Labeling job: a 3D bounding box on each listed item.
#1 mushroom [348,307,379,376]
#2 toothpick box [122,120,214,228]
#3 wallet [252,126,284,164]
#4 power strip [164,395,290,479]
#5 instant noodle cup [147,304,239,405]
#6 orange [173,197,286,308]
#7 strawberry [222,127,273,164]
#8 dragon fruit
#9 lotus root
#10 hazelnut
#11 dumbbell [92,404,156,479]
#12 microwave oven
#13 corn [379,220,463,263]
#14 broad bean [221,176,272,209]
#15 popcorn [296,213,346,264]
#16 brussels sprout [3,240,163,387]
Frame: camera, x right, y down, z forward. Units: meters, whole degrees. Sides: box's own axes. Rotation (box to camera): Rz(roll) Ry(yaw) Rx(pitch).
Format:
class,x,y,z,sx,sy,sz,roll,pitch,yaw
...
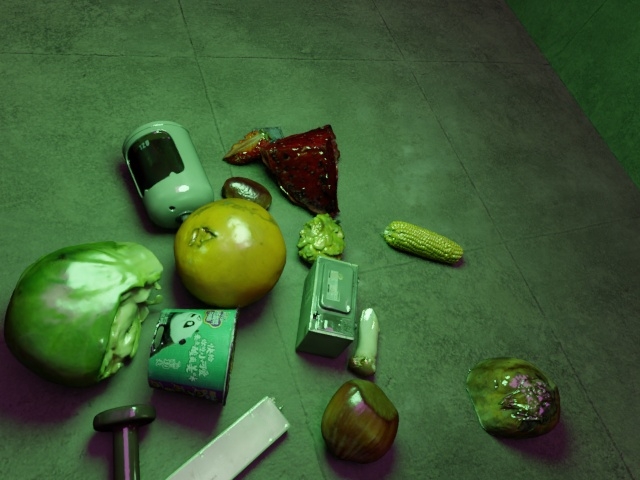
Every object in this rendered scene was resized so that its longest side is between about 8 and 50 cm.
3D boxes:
class,x,y,z,sx,sy,sz,roll,pitch,yaw
mushroom,0.138,0.307,1.452,0.084,0.071,0.209,1,51,17
toothpick box,-0.440,-0.172,1.440,0.228,0.229,0.317,-18,70,-28
wallet,-0.176,-0.343,1.738,0.111,0.030,0.166,-10,64,-22
power strip,-0.226,0.531,1.192,0.367,0.043,0.106,-33,77,-32
instant noodle cup,-0.314,0.277,1.201,0.189,0.251,0.252,8,58,-6
orange,-0.246,0.036,1.323,0.311,0.312,0.313,9,58,-15
strawberry,-0.246,-0.311,1.646,0.186,0.147,0.082,-27,115,1
dragon fruit,-0.052,-0.259,1.691,0.227,0.286,0.329,-7,34,11
lotus root,0.604,0.476,1.468,0.271,0.192,0.273,6,65,-14
hazelnut,0.100,0.477,1.278,0.209,0.210,0.186,18,32,-10
dumbbell,-0.439,0.495,1.080,0.140,0.124,0.226,-8,64,-14
microwave oven,0.026,0.193,1.401,0.145,0.194,0.241,16,54,-13
corn,0.362,0.007,1.692,0.310,0.101,0.102,18,56,-10
broad bean,-0.240,-0.150,1.570,0.165,0.084,0.114,31,71,-9
popcorn,0.006,-0.004,1.535,0.173,0.142,0.174,7,64,-15
brussels sprout,-0.563,0.149,1.150,0.314,0.276,0.371,34,54,-4
